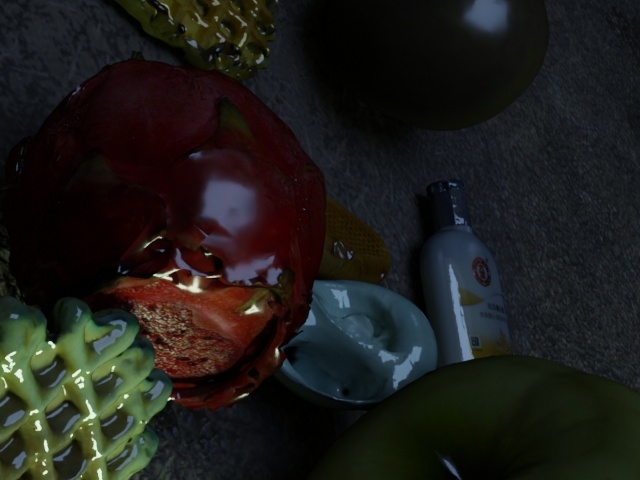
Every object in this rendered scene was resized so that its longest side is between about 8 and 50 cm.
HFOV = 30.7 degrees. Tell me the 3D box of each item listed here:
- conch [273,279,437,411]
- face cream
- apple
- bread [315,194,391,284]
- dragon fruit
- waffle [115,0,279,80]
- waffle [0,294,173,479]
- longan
[{"bbox_3d":[0.021,0.119,1.257,0.221,0.121,0.185,13,25,-21],"label":"conch"},{"bbox_3d":[0.188,0.061,1.540,0.144,0.071,0.291,15,60,-45],"label":"face cream"},{"bbox_3d":[0.184,0.350,1.104,0.474,0.474,0.473,25,54,-40],"label":"apple"},{"bbox_3d":[0.000,0.000,1.349,0.189,0.077,0.114,34,28,-33],"label":"bread"},{"bbox_3d":[-0.136,-0.010,1.032,0.296,0.295,0.301,33,21,-35],"label":"dragon fruit"},{"bbox_3d":[-0.150,-0.309,1.341,0.280,0.060,0.262,-15,83,-52],"label":"waffle"},{"bbox_3d":[-0.236,0.181,0.853,0.292,0.056,0.309,18,97,-60],"label":"waffle"},{"bbox_3d":[0.150,-0.277,1.513,0.297,0.297,0.297,25,54,-40],"label":"longan"}]
